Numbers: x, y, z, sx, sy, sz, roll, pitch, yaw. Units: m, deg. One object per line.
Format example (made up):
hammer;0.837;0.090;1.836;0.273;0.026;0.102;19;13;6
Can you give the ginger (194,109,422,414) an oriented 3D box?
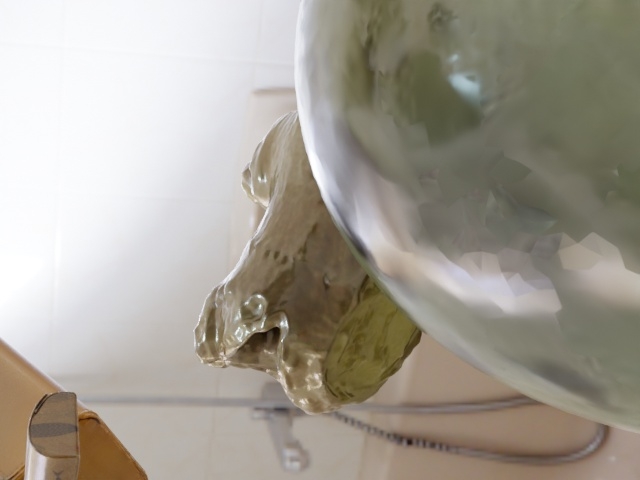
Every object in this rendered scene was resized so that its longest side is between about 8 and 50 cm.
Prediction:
ginger;0.000;0.000;0.846;0.221;0.275;0.130;41;178;29

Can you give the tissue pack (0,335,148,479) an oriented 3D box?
tissue pack;-0.385;0.259;1.368;0.275;0.145;0.194;26;154;39

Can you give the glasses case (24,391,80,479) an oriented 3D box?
glasses case;-0.227;0.203;0.862;0.064;0.041;0.170;-105;24;-43

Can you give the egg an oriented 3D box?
egg;0.187;-0.069;0.524;0.428;0.345;0.345;33;130;30
